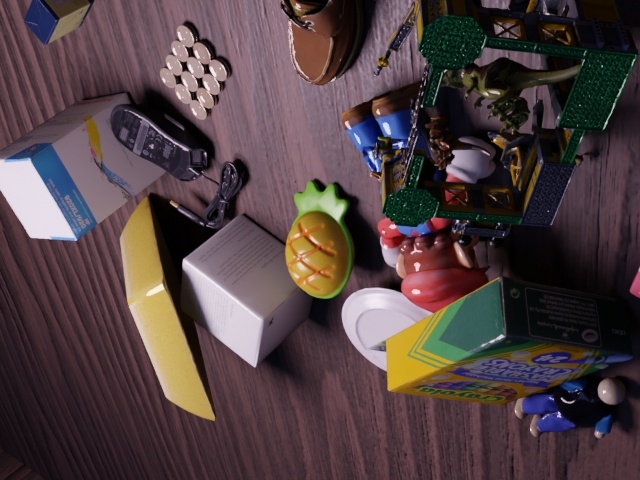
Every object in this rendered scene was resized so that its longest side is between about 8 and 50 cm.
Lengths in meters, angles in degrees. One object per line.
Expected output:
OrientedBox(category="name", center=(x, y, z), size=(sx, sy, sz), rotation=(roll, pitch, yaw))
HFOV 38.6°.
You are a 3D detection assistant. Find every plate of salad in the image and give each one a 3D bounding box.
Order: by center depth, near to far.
OrientedBox(category="plate of salad", center=(0.128, 0.147, 1.472), size=(0.200, 0.048, 0.200), rotation=(19, 137, 19))

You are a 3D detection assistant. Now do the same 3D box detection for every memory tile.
OrientedBox(category="memory tile", center=(-0.201, -0.267, 1.463), size=(0.113, 0.012, 0.148), rotation=(46, 144, 3))

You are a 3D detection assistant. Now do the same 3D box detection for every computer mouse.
OrientedBox(category="computer mouse", center=(-0.251, -0.134, 1.603), size=(0.262, 0.060, 0.184), rotation=(29, 137, 6))

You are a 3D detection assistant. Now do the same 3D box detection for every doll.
OrientedBox(category="doll", center=(0.358, 0.232, 1.309), size=(0.129, 0.046, 0.189), rotation=(50, 145, -4))

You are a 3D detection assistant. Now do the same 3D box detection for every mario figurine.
OrientedBox(category="mario figurine", center=(0.151, -0.052, 1.237), size=(0.198, 0.170, 0.320), rotation=(-127, 16, -80))

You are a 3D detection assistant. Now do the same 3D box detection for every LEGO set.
OrientedBox(category="LEGO set", center=(0.180, -0.170, 0.973), size=(0.255, 0.192, 0.331), rotation=(-1, 138, 2))

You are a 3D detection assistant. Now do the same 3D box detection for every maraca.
OrientedBox(category="maraca", center=(0.000, 0.000, 1.433), size=(0.127, 0.099, 0.185), rotation=(10, 104, 34))

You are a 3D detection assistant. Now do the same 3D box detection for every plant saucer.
OrientedBox(category="plant saucer", center=(-0.297, 0.132, 1.720), size=(0.333, 0.081, 0.332), rotation=(-116, 11, -57))

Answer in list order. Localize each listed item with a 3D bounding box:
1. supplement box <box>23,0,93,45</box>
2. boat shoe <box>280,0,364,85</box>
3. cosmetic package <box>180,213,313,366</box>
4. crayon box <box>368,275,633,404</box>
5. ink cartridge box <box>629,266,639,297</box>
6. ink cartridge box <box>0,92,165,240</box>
OrientedBox(category="supplement box", center=(-0.442, -0.387, 1.542), size=(0.056, 0.083, 0.083), rotation=(51, 144, -4))
OrientedBox(category="boat shoe", center=(-0.009, -0.312, 1.139), size=(0.111, 0.104, 0.307), rotation=(33, 142, 20))
OrientedBox(category="cosmetic package", center=(-0.126, 0.086, 1.591), size=(0.184, 0.151, 0.151), rotation=(37, 144, 18))
OrientedBox(category="crayon box", center=(0.231, 0.153, 1.244), size=(0.203, 0.083, 0.323), rotation=(11, 154, -25))
OrientedBox(category="ink cartridge box", center=(0.434, 0.009, 0.952), size=(0.158, 0.092, 0.218), rotation=(32, 152, 22))
OrientedBox(category="ink cartridge box", center=(-0.434, -0.133, 1.642), size=(0.171, 0.233, 0.168), rotation=(2, 126, 45))
